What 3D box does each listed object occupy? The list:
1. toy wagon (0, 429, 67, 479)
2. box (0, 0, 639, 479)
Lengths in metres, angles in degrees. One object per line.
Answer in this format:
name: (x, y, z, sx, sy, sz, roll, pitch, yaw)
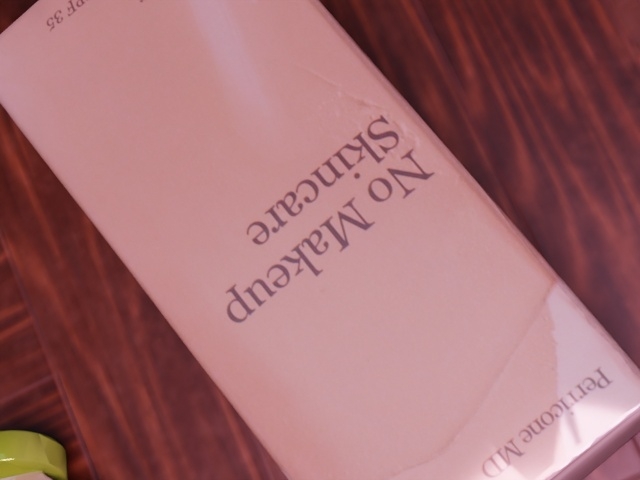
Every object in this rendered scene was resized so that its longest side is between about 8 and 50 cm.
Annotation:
toy wagon: (-0.152, 0.217, 0.639, 0.344, 0.068, 0.267, -12, 54, 2)
box: (0.000, 0.000, 0.655, 0.148, 0.121, 0.311, -42, 73, 3)
